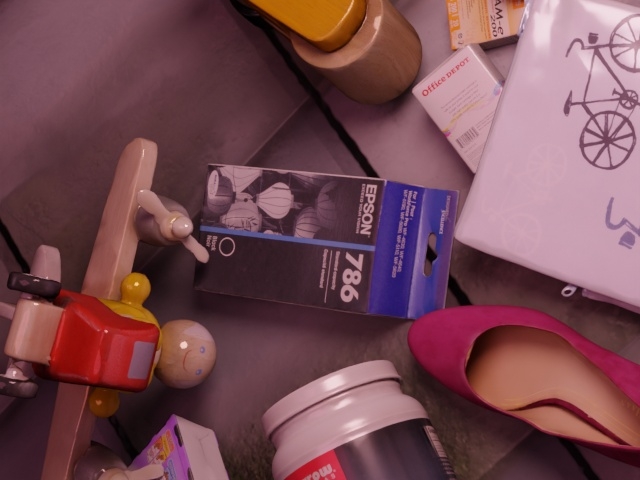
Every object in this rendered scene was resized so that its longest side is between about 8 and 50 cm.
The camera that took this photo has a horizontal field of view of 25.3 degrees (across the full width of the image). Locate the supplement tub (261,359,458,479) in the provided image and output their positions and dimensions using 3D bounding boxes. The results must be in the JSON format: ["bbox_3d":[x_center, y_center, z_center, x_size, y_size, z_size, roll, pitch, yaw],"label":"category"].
[{"bbox_3d":[0.061,0.292,1.595,0.191,0.191,0.272,-34,70,24],"label":"supplement tub"}]

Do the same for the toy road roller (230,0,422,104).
[{"bbox_3d":[0.010,-0.341,1.687,0.329,0.202,0.241,41,95,28],"label":"toy road roller"}]

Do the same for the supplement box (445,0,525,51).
[{"bbox_3d":[0.199,-0.257,1.653,0.098,0.036,0.062,-11,81,29],"label":"supplement box"}]

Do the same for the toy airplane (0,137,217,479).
[{"bbox_3d":[-0.266,0.124,1.762,0.384,0.272,0.386,-91,19,-46],"label":"toy airplane"}]

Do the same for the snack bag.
[{"bbox_3d":[0.334,-0.087,1.531,0.342,0.037,0.323,19,97,21],"label":"snack bag"}]

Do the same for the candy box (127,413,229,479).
[{"bbox_3d":[-0.199,0.345,1.779,0.196,0.070,0.165,-49,35,18],"label":"candy box"}]

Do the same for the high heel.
[{"bbox_3d":[0.231,0.143,1.512,0.377,0.181,0.127,12,92,31],"label":"high heel"}]

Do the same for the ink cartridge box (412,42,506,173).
[{"bbox_3d":[0.177,-0.152,1.630,0.088,0.052,0.122,-38,86,22],"label":"ink cartridge box"}]

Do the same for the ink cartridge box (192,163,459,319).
[{"bbox_3d":[0.000,0.000,1.735,0.332,0.065,0.165,6,88,30],"label":"ink cartridge box"}]
